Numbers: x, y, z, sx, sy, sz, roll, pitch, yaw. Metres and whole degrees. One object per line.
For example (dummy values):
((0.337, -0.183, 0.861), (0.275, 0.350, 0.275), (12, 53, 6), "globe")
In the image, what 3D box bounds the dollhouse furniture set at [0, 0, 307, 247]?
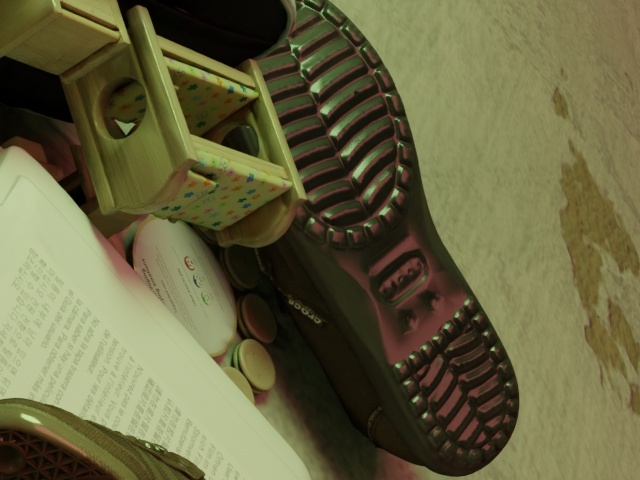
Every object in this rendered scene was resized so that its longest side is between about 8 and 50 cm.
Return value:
((-0.128, -0.034, 0.784), (0.182, 0.161, 0.101), (16, 48, -57), "dollhouse furniture set")

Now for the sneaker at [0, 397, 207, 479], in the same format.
((-0.084, 0.115, 0.638), (0.188, 0.066, 0.071), (49, 16, -35), "sneaker")

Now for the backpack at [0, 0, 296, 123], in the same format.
((-0.140, -0.170, 0.828), (0.253, 0.225, 0.191), (29, 48, -52), "backpack")

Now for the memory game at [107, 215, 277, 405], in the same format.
((-0.088, 0.031, 0.966), (0.186, 0.012, 0.186), (40, 36, -38), "memory game")

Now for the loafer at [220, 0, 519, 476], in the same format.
((0.000, 0.000, 1.037), (0.134, 0.130, 0.366), (-27, 97, -36), "loafer")

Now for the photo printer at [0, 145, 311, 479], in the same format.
((-0.119, 0.138, 0.723), (0.307, 0.107, 0.256), (51, 32, -24), "photo printer")
